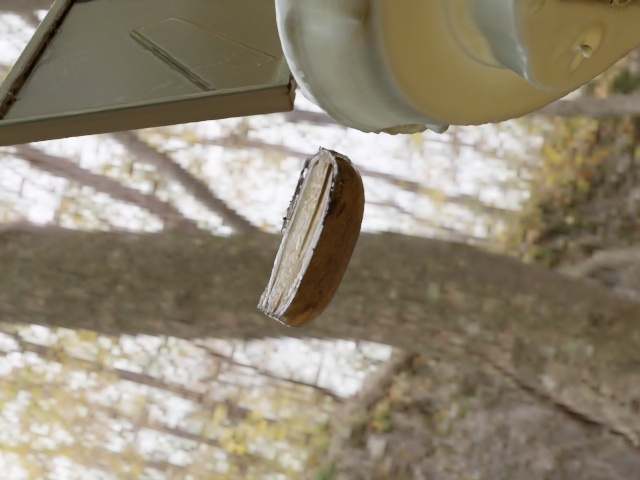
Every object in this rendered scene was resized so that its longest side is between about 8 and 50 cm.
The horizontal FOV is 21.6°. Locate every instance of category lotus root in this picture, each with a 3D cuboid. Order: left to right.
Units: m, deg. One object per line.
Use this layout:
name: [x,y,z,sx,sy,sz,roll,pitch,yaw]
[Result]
lotus root: [0.002,0.001,0.765,0.030,0.037,0.083,19,-92,-30]

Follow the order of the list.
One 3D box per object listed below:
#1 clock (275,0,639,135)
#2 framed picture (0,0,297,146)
clock: [0.090,-0.117,0.496,0.236,0.053,0.236,-35,-29,-23]
framed picture: [-0.129,-0.165,1.387,0.335,0.247,0.022,-83,-16,-63]
